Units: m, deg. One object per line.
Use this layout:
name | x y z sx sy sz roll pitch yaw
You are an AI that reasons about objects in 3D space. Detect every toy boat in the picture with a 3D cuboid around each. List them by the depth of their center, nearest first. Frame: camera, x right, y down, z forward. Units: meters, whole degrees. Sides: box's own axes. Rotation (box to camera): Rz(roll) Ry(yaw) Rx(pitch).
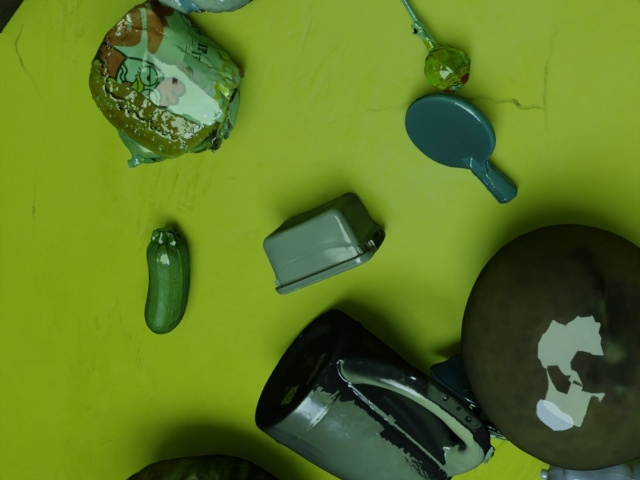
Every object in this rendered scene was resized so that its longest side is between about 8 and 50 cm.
toy boat | 0.317 0.258 1.059 0.296 0.114 0.122 18 114 5

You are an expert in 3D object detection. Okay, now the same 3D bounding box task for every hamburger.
hamburger | -0.228 -0.198 0.932 0.235 0.125 0.214 -43 92 16

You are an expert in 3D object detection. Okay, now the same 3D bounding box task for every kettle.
kettle | 0.110 0.280 1.052 0.324 0.228 0.321 38 143 -13

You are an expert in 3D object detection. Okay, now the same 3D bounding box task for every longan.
longan | 0.338 0.138 0.881 0.319 0.319 0.318 7 121 11

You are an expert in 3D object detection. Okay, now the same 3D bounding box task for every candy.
candy | 0.128 -0.277 0.845 0.058 0.062 0.193 -30 98 25

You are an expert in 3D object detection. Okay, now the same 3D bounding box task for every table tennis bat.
table tennis bat | 0.199 -0.122 0.903 0.201 0.033 0.124 41 150 -19

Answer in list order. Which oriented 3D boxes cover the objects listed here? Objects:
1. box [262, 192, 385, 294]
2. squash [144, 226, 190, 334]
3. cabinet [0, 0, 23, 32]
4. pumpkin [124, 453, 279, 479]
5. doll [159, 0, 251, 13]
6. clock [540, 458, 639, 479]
box | 0.000 0.000 0.997 0.172 0.124 0.092 -23 100 24
squash | -0.264 0.073 1.135 0.077 0.068 0.219 16 122 12
cabinet | -0.487 -0.396 0.877 0.215 0.148 0.175 -36 105 28
pumpkin | -0.218 0.602 1.268 0.455 0.344 0.454 8 127 10
doll | -0.132 -0.350 0.855 0.214 0.071 0.103 -9 132 10
clock | 0.494 0.420 1.084 0.254 0.189 0.188 0 119 21
